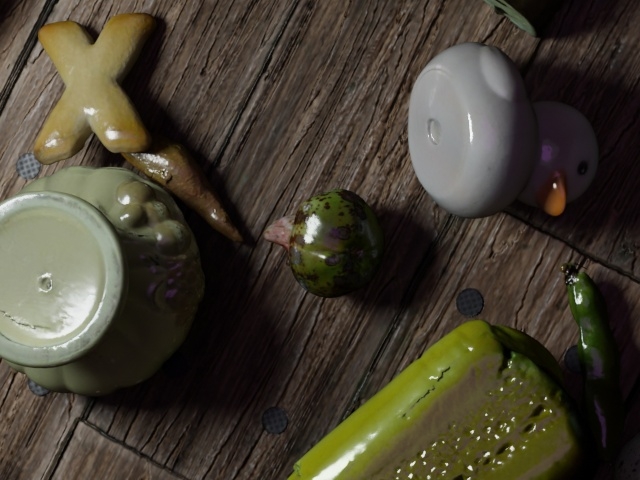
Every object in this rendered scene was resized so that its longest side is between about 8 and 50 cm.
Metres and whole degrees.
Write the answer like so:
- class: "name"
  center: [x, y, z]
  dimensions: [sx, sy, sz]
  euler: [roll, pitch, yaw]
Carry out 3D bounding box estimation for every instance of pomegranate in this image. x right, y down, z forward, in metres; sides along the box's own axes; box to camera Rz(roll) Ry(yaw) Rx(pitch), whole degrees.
- class: "pomegranate"
  center: [-0.001, 0.002, 1.860]
  dimensions: [0.163, 0.125, 0.138]
  euler: [6, 101, 11]

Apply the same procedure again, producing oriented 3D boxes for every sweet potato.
- class: "sweet potato"
  center: [-0.178, -0.082, 1.926]
  dimensions: [0.226, 0.068, 0.068]
  euler: [39, 95, 6]

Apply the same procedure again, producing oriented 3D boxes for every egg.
- class: "egg"
  center: [0.404, 0.277, 1.794]
  dimensions: [0.085, 0.085, 0.110]
  euler: [31, 87, 10]

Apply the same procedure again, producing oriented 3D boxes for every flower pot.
- class: "flower pot"
  center: [-0.307, 0.050, 1.855]
  dimensions: [0.308, 0.244, 0.307]
  euler: [0, 89, 10]

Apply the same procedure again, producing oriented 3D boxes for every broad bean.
- class: "broad bean"
  center: [0.342, 0.152, 1.823]
  dimensions: [0.046, 0.065, 0.254]
  euler: [-20, 74, 51]

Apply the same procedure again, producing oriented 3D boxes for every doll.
- class: "doll"
  center: [0.231, -0.131, 1.807]
  dimensions: [0.221, 0.221, 0.251]
  euler: [-30, 55, 8]

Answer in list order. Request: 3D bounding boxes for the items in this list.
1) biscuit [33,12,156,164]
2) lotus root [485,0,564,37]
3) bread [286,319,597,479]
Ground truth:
- class: "biscuit"
  center: [-0.297, -0.203, 1.932]
  dimensions: [0.164, 0.047, 0.207]
  euler: [-6, 66, 8]
- class: "lotus root"
  center: [0.241, -0.436, 1.824]
  dimensions: [0.267, 0.149, 0.260]
  euler: [38, 95, 7]
- class: "bread"
  center: [0.152, 0.279, 1.778]
  dimensions: [0.376, 0.208, 0.251]
  euler: [-42, 75, 6]
